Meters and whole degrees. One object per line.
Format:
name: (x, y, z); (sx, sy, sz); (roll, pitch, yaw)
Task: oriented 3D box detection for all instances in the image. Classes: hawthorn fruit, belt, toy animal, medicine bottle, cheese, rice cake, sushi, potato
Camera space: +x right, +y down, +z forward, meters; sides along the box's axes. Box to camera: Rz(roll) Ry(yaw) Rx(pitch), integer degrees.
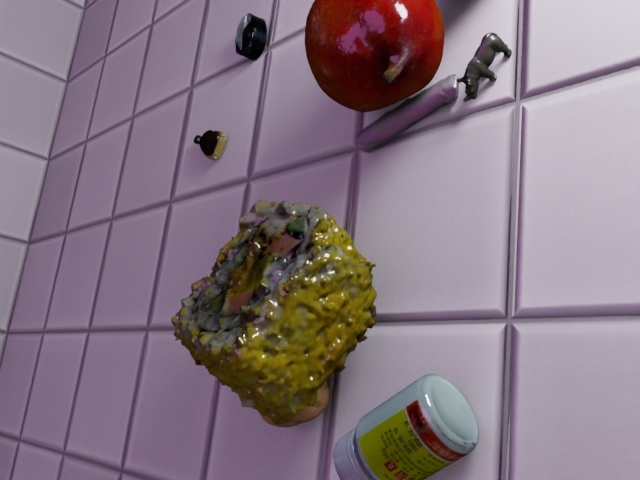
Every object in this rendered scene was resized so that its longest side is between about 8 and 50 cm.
hawthorn fruit: (0.114, -0.404, 1.302); (0.311, 0.295, 0.295); (8, 81, 67)
belt: (-0.200, -0.590, 1.891); (0.105, 0.058, 0.140); (-23, 62, 47)
toy animal: (0.301, -0.323, 1.226); (0.047, 0.065, 0.136); (44, 109, 48)
medicine bottle: (0.139, 0.332, 1.085); (0.225, 0.139, 0.139); (-42, 48, 28)
cheese: (-0.336, -0.290, 1.936); (0.162, 0.036, 0.086); (23, 95, 50)
rice cake: (0.179, -0.259, 1.347); (0.270, 0.049, 0.055); (-26, 71, 38)
sushi: (-0.090, 0.117, 1.281); (0.396, 0.240, 0.351); (-53, 33, -16)
potato: (-0.057, 0.317, 1.331); (0.178, 0.109, 0.118); (-25, 43, 39)
